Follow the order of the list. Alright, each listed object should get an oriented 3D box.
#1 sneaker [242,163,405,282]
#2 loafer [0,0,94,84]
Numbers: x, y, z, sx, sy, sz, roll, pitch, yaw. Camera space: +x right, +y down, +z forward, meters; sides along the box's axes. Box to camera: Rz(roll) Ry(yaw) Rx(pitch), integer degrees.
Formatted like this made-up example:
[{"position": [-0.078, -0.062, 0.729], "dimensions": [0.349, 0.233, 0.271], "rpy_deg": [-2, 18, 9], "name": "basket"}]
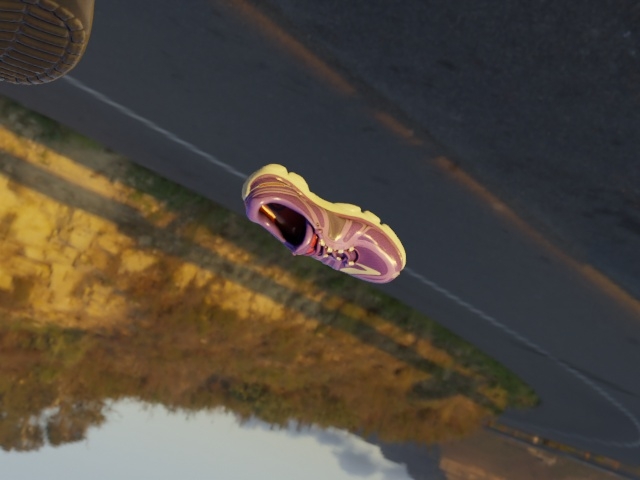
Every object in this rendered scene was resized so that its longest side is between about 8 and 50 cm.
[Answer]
[{"position": [0.000, 0.000, 0.800], "dimensions": [0.169, 0.068, 0.071], "rpy_deg": [27, -150, -16], "name": "sneaker"}, {"position": [-0.245, -0.258, 0.754], "dimensions": [0.133, 0.130, 0.366], "rpy_deg": [13, 153, -29], "name": "loafer"}]
